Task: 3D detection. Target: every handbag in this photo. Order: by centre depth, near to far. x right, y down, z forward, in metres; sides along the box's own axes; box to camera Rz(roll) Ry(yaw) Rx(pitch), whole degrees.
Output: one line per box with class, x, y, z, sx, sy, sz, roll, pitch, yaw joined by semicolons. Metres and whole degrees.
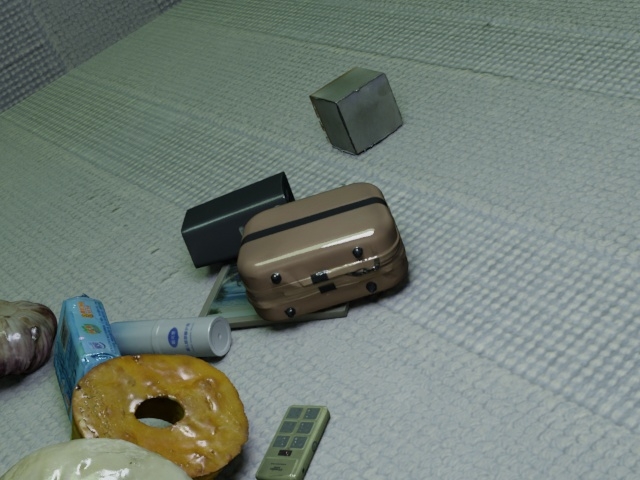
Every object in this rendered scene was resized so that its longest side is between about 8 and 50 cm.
handbag;0.000;0.000;1.810;0.302;0.149;0.283;-18;31;10

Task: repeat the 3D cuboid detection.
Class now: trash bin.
trash bin;-0.163;-0.040;2.005;0.226;0.115;0.165;-17;22;5

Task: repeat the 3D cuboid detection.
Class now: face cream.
face cream;-0.292;0.185;1.825;0.250;0.077;0.077;-6;36;29

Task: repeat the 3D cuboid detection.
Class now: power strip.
power strip;-0.045;0.323;1.509;0.076;0.028;0.169;-4;37;28

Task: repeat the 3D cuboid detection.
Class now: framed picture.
framed picture;-0.072;0.082;1.884;0.315;0.024;0.232;-9;35;22

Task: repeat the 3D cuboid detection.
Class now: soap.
soap;-0.439;0.220;1.802;0.077;0.156;0.293;6;23;-27

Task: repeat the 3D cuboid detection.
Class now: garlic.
garlic;-0.661;0.208;1.967;0.245;0.160;0.245;9;17;-3

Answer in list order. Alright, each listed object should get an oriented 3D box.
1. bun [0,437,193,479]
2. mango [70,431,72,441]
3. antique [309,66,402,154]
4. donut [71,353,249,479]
bun;-0.321;0.422;1.267;0.362;0.234;0.326;-27;68;6
mango;-0.338;0.353;1.589;0.119;0.100;0.178;-27;37;-25
antique;0.078;-0.302;2.239;0.152;0.146;0.148;-34;32;-18
donut;-0.261;0.294;1.517;0.278;0.108;0.277;16;36;-12
